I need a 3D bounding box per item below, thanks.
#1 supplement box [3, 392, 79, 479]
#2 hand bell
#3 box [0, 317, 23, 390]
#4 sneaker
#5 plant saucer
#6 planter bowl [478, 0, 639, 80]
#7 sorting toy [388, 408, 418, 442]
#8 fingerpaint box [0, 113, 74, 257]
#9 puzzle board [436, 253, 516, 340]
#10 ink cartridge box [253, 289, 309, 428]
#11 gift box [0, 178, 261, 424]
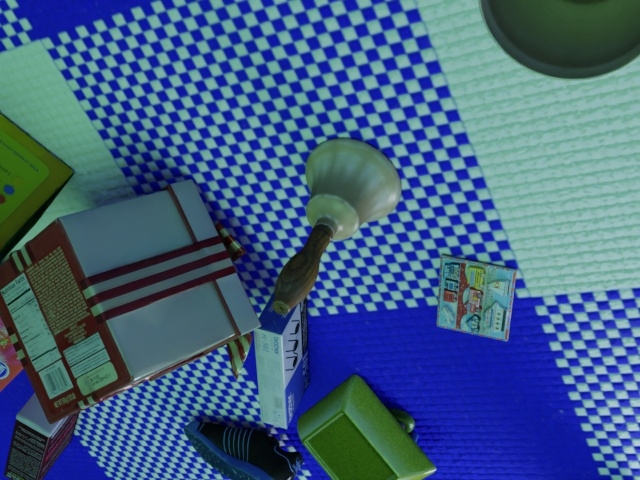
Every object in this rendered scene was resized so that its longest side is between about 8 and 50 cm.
[{"bbox_3d":[-0.508,0.349,1.682,0.073,0.130,0.239,29,134,1],"label":"supplement box"},{"bbox_3d":[0.000,0.000,1.047,0.126,0.242,0.126,13,133,15],"label":"hand bell"},{"bbox_3d":[-0.530,0.153,1.525,0.128,0.122,0.257,41,134,-12],"label":"box"},{"bbox_3d":[-0.131,0.354,1.545,0.232,0.090,0.081,23,140,37],"label":"sneaker"},{"bbox_3d":[0.055,0.323,1.402,0.188,0.045,0.188,50,134,6],"label":"plant saucer"},{"bbox_3d":[0.232,-0.241,0.817,0.162,0.109,0.162,13,133,15],"label":"planter bowl"},{"bbox_3d":[0.116,0.307,1.399,0.061,0.042,0.102,18,134,12],"label":"sorting toy"},{"bbox_3d":[-0.623,-0.088,1.188,0.445,0.371,0.163,39,134,-11],"label":"fingerpaint box"},{"bbox_3d":[0.200,0.077,1.180,0.096,0.011,0.128,12,133,17],"label":"puzzle board"},{"bbox_3d":[-0.054,0.170,1.325,0.046,0.097,0.207,14,134,15],"label":"ink cartridge box"},{"bbox_3d":[-0.252,0.098,1.228,0.255,0.258,0.276,-23,89,42],"label":"gift box"}]
